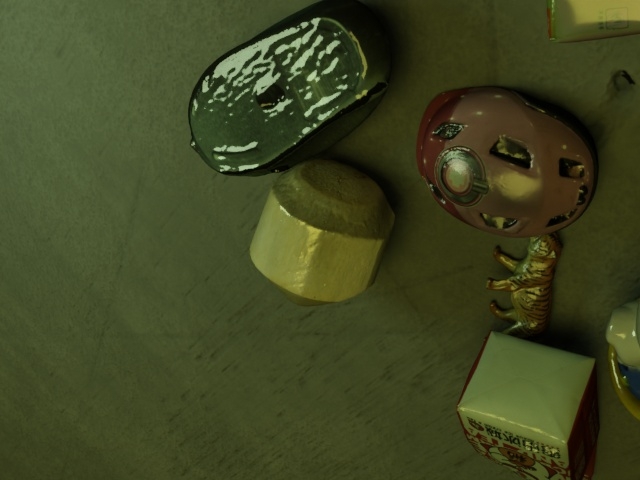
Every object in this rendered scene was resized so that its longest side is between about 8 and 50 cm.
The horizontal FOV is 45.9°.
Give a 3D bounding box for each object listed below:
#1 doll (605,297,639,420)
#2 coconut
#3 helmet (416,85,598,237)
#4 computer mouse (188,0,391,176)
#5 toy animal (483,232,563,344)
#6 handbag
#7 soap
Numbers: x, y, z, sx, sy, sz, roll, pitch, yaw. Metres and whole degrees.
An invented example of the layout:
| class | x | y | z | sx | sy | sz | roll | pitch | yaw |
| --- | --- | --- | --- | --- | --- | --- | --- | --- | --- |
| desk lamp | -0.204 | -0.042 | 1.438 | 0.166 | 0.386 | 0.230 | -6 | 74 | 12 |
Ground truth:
| class | x | y | z | sx | sy | sz | roll | pitch | yaw |
| --- | --- | --- | --- | --- | --- | --- | --- | --- | --- |
| doll | 0.446 | 0.099 | 0.984 | 0.160 | 0.243 | 0.310 | -2 | 72 | 39 |
| coconut | 0.000 | 0.000 | 1.141 | 0.202 | 0.202 | 0.221 | 28 | 121 | 12 |
| helmet | 0.237 | -0.093 | 1.010 | 0.254 | 0.154 | 0.198 | 13 | 120 | 16 |
| computer mouse | -0.043 | -0.217 | 1.108 | 0.374 | 0.114 | 0.203 | -20 | 98 | 37 |
| toy animal | 0.297 | 0.085 | 1.119 | 0.099 | 0.057 | 0.241 | 9 | 117 | 23 |
| handbag | 0.322 | 0.280 | 1.144 | 0.171 | 0.151 | 0.298 | 13 | 148 | 30 |
| soap | 0.326 | -0.331 | 0.823 | 0.139 | 0.182 | 0.199 | 2 | 114 | 27 |
